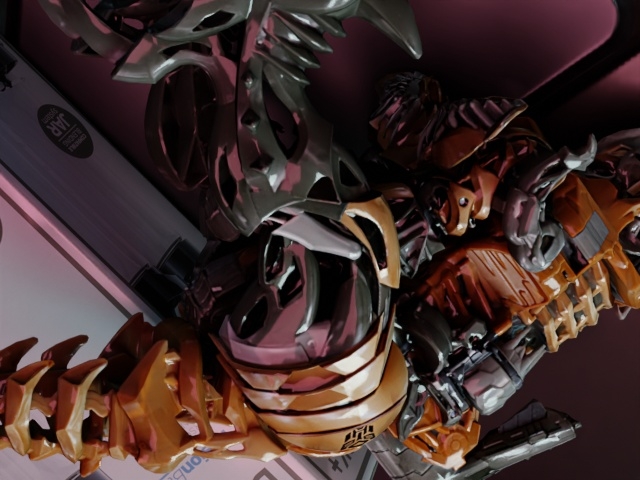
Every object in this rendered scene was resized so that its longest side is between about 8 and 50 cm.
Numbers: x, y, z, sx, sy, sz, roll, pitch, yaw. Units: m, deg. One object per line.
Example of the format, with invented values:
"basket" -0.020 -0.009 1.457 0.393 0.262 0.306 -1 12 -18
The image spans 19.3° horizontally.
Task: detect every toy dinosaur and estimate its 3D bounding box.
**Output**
"toy dinosaur" 0.000 0.000 0.645 0.164 0.322 0.218 6 115 51

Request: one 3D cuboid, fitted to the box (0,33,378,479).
"box" -0.132 0.040 0.752 0.169 0.087 0.290 -41 98 21
